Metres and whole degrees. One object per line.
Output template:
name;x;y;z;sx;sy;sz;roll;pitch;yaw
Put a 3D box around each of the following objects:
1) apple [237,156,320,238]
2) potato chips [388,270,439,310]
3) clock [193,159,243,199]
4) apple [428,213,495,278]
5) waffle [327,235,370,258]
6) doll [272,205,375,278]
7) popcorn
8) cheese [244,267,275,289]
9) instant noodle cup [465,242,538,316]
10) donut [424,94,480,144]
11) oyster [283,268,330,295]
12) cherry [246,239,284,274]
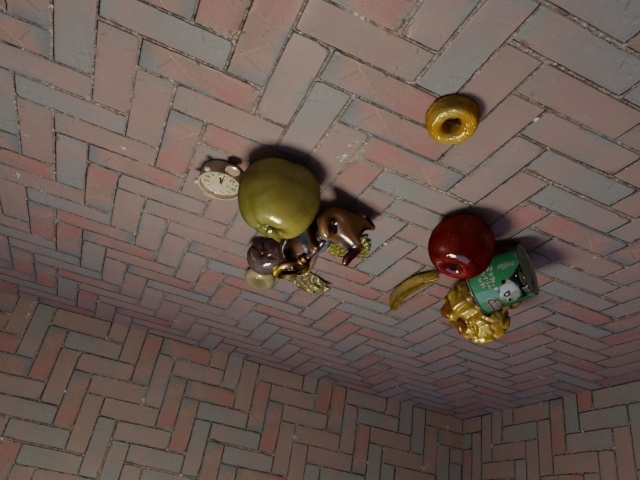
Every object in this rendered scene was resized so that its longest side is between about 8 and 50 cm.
apple;-0.136;-0.134;1.708;0.263;0.262;0.262;8;150;4
potato chips;0.378;0.212;2.306;0.080;0.057;0.407;12;151;-15
clock;-0.335;-0.206;1.810;0.156;0.063;0.229;27;143;-22
apple;0.475;0.021;1.808;0.219;0.201;0.218;13;149;8
waffle;0.109;0.020;2.082;0.170;0.036;0.183;5;152;3
doll;0.002;0.004;1.877;0.340;0.209;0.318;-18;179;37
popcorn;0.650;0.274;2.144;0.333;0.264;0.225;-13;142;3
cheese;-0.271;0.149;2.392;0.138;0.064;0.227;9;149;0
instant noodle cup;0.652;0.129;1.919;0.190;0.251;0.251;-22;138;30
donut;0.350;-0.314;1.422;0.152;0.058;0.151;7;147;4
oyster;-0.075;0.190;2.395;0.209;0.071;0.133;30;141;-28
cherry;-0.212;0.072;2.165;0.176;0.139;0.176;-4;156;-2
